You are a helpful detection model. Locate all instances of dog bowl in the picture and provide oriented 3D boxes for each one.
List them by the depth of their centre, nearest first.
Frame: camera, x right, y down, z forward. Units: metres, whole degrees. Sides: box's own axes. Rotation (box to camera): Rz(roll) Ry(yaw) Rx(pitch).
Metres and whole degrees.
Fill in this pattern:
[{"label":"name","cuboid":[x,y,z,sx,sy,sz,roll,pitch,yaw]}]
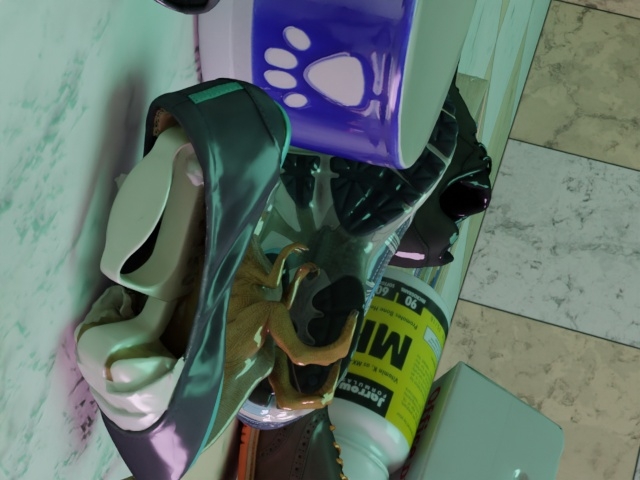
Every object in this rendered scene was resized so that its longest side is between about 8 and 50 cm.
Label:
[{"label":"dog bowl","cuboid":[0.030,-0.175,0.667,0.265,0.104,0.264,15,90,-79]}]

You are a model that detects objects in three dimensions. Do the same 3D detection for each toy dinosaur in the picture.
[{"label":"toy dinosaur","cuboid":[-0.043,0.066,0.698,0.064,0.112,0.211,109,-4,-63]}]

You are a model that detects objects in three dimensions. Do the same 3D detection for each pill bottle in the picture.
[{"label":"pill bottle","cuboid":[0.034,0.136,1.097,0.119,0.119,0.208,91,17,-54]}]

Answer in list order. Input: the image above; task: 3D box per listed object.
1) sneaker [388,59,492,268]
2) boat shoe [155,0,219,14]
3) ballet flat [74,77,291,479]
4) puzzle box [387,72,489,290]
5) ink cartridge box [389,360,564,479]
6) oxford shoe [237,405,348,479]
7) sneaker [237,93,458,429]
[{"label":"sneaker","cuboid":[0.092,-0.076,1.072,0.109,0.130,0.286,90,17,-50]},{"label":"boat shoe","cuboid":[-0.053,-0.121,0.393,0.206,0.075,0.064,29,74,-84]},{"label":"ballet flat","cuboid":[-0.073,0.024,0.545,0.074,0.074,0.203,-45,155,-70]},{"label":"puzzle box","cuboid":[0.135,-0.002,1.621,0.409,0.052,0.272,-64,165,-45]},{"label":"ink cartridge box","cuboid":[0.072,0.284,1.176,0.306,0.131,0.226,-48,-168,47]},{"label":"oxford shoe","cuboid":[-0.014,0.165,0.943,0.097,0.098,0.271,44,61,-78]},{"label":"sneaker","cuboid":[0.000,0.000,0.839,0.283,0.110,0.122,-62,177,-26]}]
